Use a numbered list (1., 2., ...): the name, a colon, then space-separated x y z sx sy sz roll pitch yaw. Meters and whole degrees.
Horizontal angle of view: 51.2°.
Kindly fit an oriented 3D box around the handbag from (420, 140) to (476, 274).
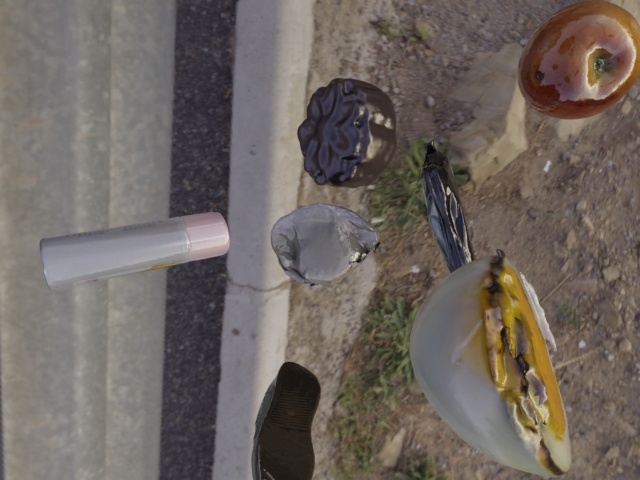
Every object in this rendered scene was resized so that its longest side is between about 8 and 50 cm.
1. handbag: 0.274 -0.035 1.394 0.074 0.192 0.333 -16 108 17

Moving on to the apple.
1. apple: 0.543 -0.373 1.393 0.253 0.253 0.254 6 104 24

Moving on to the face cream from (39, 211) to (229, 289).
1. face cream: -0.205 0.009 0.747 0.198 0.084 0.057 -10 95 -18

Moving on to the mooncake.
1. mooncake: 0.054 -0.267 1.675 0.283 0.141 0.283 -3 85 48

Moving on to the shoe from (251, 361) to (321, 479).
1. shoe: -0.064 0.319 1.070 0.103 0.275 0.098 31 120 -10

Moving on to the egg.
1. egg: 0.201 0.164 0.835 0.174 0.286 0.264 -22 117 20

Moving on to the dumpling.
1. dumpling: 0.011 -0.001 1.639 0.292 0.163 0.205 -31 91 36
